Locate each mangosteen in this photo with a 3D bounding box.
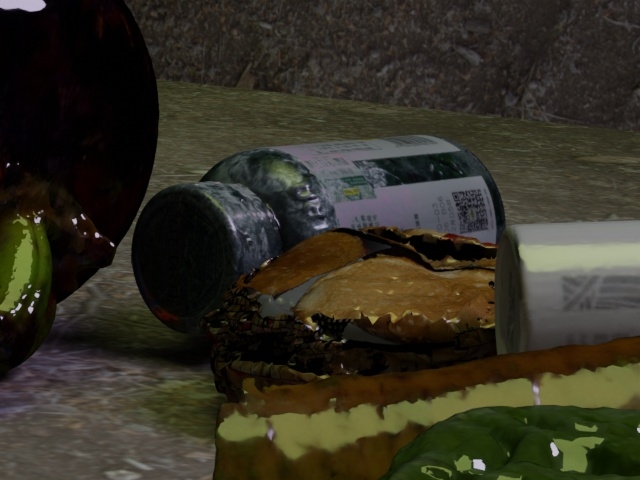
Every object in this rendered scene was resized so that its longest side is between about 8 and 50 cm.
[{"bbox_3d":[-0.239,-0.065,1.224,0.306,0.306,0.359,-3,22,-33],"label":"mangosteen"}]

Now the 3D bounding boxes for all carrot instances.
[{"bbox_3d":[0.091,0.100,0.806,0.302,0.114,0.114,-4,10,-5],"label":"carrot"}]

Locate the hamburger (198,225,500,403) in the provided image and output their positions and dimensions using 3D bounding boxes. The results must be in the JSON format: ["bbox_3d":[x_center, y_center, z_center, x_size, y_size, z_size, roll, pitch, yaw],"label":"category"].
[{"bbox_3d":[0.047,0.059,1.135,0.231,0.107,0.231,4,14,-1],"label":"hamburger"}]

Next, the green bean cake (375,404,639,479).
[{"bbox_3d":[0.116,0.135,0.622,0.222,0.125,0.248,5,10,13],"label":"green bean cake"}]

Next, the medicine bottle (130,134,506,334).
[{"bbox_3d":[0.000,0.000,1.354,0.141,0.141,0.293,10,12,37],"label":"medicine bottle"}]

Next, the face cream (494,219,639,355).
[{"bbox_3d":[0.269,0.035,1.003,0.345,0.102,0.102,-2,10,-2],"label":"face cream"}]
